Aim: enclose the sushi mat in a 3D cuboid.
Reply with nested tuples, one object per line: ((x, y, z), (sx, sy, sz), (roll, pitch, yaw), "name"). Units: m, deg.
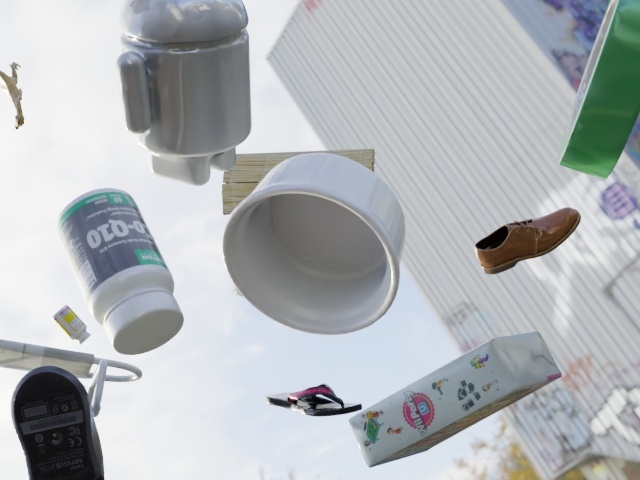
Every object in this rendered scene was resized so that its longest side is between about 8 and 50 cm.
((-0.045, -0.121, 2.049), (0.316, 0.151, 0.019), (-2, -29, 8), "sushi mat")

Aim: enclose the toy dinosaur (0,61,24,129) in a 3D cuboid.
((-0.564, -0.284, 1.812), (0.053, 0.093, 0.183), (-19, -36, -4), "toy dinosaur")

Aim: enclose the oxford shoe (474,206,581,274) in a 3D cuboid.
((0.391, -0.011, 1.903), (0.212, 0.076, 0.076), (-28, -53, 8), "oxford shoe")

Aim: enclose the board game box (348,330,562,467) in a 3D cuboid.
((0.231, 0.270, 1.717), (0.303, 0.097, 0.224), (-34, -19, 28), "board game box")

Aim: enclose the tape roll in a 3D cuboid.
((0.429, -0.251, 1.447), (0.321, 0.077, 0.321), (19, -90, -81), "tape roll")

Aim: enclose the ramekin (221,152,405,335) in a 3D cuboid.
((0.000, 0.000, 1.549), (0.277, 0.277, 0.135), (-53, 7, 40), "ramekin")

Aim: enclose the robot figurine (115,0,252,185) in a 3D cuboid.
((-0.211, -0.267, 1.577), (0.300, 0.199, 0.353), (-40, -43, -53), "robot figurine")

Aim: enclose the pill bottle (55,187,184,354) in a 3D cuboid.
((-0.460, 0.071, 2.315), (0.204, 0.361, 0.204), (-23, -30, -14), "pill bottle")

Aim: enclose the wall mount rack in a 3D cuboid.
((-0.493, 0.268, 1.717), (0.350, 0.130, 0.304), (11, -26, -15), "wall mount rack")

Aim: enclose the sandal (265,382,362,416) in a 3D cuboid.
((-0.015, 0.227, 1.462), (0.067, 0.040, 0.179), (0, 1, -44), "sandal")

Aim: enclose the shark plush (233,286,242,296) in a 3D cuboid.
((-0.074, 0.076, 1.786), (0.161, 0.073, 0.067), (-13, -12, -41), "shark plush")

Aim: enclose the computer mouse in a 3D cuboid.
((-0.409, 0.326, 1.559), (0.188, 0.272, 0.072), (-7, 2, -4), "computer mouse")

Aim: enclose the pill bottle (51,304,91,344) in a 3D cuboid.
((-0.517, 0.177, 2.090), (0.043, 0.083, 0.043), (-41, 4, 3), "pill bottle")
